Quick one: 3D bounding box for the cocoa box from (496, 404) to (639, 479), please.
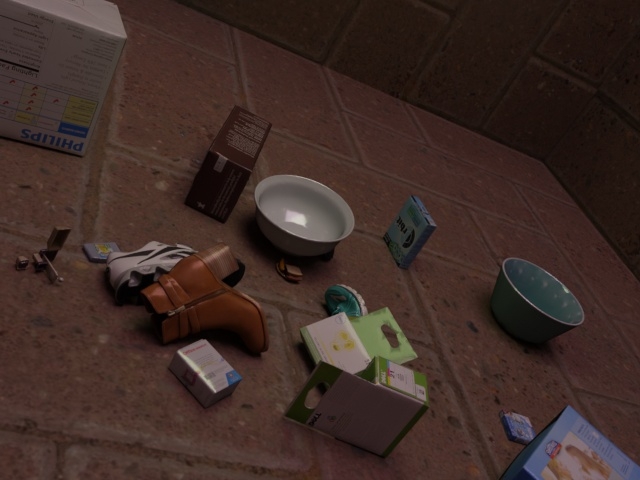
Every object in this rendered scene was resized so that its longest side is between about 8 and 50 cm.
[{"bbox_3d":[0.517,0.564,1.523,0.231,0.228,0.347,43,30,19],"label":"cocoa box"}]

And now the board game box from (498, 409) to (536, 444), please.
[{"bbox_3d":[0.526,0.498,1.854,0.090,0.020,0.090,22,30,-20],"label":"board game box"}]

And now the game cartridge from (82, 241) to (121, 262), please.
[{"bbox_3d":[-0.498,0.028,1.609,0.083,0.017,0.056,-4,48,-47],"label":"game cartridge"}]

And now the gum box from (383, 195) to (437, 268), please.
[{"bbox_3d":[0.288,-0.027,2.275,0.041,0.184,0.157,14,33,-29],"label":"gum box"}]

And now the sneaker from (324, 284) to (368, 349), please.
[{"bbox_3d":[0.065,0.214,1.777,0.110,0.107,0.275,3,38,-27],"label":"sneaker"}]

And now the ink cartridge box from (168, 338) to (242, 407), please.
[{"bbox_3d":[-0.237,0.271,1.439,0.122,0.052,0.089,44,30,19],"label":"ink cartridge box"}]

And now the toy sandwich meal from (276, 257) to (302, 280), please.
[{"bbox_3d":[-0.082,0.078,1.915,0.086,0.029,0.085,24,30,-14],"label":"toy sandwich meal"}]

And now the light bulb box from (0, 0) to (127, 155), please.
[{"bbox_3d":[-0.732,-0.458,1.785,0.358,0.361,0.225,13,32,-31],"label":"light bulb box"}]

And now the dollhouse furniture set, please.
[{"bbox_3d":[-0.557,0.033,1.445,0.091,0.114,0.081,-7,51,-52],"label":"dollhouse furniture set"}]

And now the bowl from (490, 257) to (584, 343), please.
[{"bbox_3d":[0.685,0.218,2.298,0.312,0.163,0.311,24,29,-14],"label":"bowl"}]

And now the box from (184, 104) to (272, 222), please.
[{"bbox_3d":[-0.264,-0.237,2.068,0.143,0.191,0.381,27,29,-8],"label":"box"}]

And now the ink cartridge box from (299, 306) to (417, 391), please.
[{"bbox_3d":[0.090,0.245,1.667,0.235,0.056,0.171,-21,51,-12],"label":"ink cartridge box"}]

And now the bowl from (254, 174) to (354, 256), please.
[{"bbox_3d":[-0.064,-0.048,2.002,0.298,0.134,0.297,16,36,-12],"label":"bowl"}]

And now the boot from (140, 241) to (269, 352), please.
[{"bbox_3d":[-0.245,0.169,1.520,0.220,0.283,0.109,-34,24,-31],"label":"boot"}]

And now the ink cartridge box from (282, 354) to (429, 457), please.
[{"bbox_3d":[0.076,0.334,1.500,0.255,0.188,0.097,25,30,-11],"label":"ink cartridge box"}]

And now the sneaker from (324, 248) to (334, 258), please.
[{"bbox_3d":[0.000,0.000,2.108,0.073,0.063,0.162,-1,35,-16],"label":"sneaker"}]

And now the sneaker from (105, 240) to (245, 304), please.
[{"bbox_3d":[-0.332,0.054,1.614,0.331,0.122,0.146,0,38,-39],"label":"sneaker"}]
